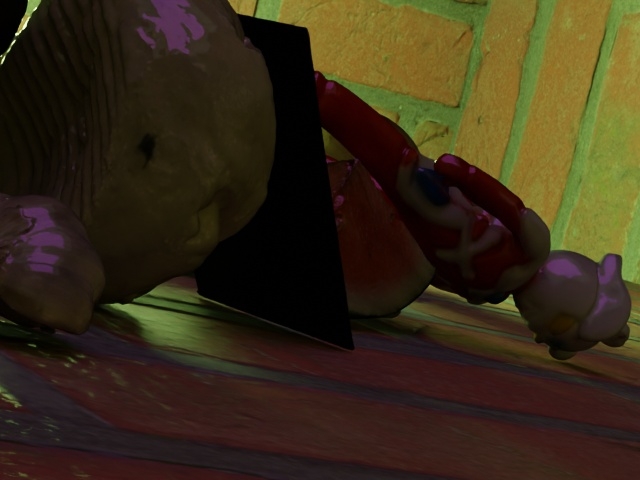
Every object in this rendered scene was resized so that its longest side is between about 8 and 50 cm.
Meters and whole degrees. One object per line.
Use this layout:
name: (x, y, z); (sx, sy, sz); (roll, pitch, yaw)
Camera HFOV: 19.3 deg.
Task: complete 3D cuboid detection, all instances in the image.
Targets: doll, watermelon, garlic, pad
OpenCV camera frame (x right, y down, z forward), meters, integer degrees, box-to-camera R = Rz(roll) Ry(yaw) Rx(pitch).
doll: (0.111, -0.009, 1.619); (0.384, 0.099, 0.188); (28, -27, -15)
watermelon: (-0.006, 0.018, 1.521); (0.193, 0.145, 0.137); (19, -41, 3)
garlic: (-0.156, 0.015, 1.011); (0.094, 0.074, 0.113); (36, 12, -49)
pad: (-0.052, -0.049, 1.331); (0.170, 0.245, 0.006); (16, 36, 42)

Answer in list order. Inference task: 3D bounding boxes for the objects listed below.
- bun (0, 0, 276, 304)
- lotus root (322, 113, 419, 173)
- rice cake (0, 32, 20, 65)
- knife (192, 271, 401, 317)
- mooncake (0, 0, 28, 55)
bun: (-0.120, -0.071, 1.245); (0.160, 0.259, 0.259); (12, 4, -34)
lotus root: (0.034, -0.059, 2.113); (0.183, 0.182, 0.310); (13, 6, -22)
rice cake: (-0.187, -0.159, 1.991); (0.365, 0.056, 0.073); (12, -8, -37)
knife: (-0.052, 0.024, 1.618); (0.266, 0.040, 0.073); (14, 14, -16)
mooncake: (-0.365, -0.168, 1.177); (0.351, 0.187, 0.351); (-21, -15, -6)
